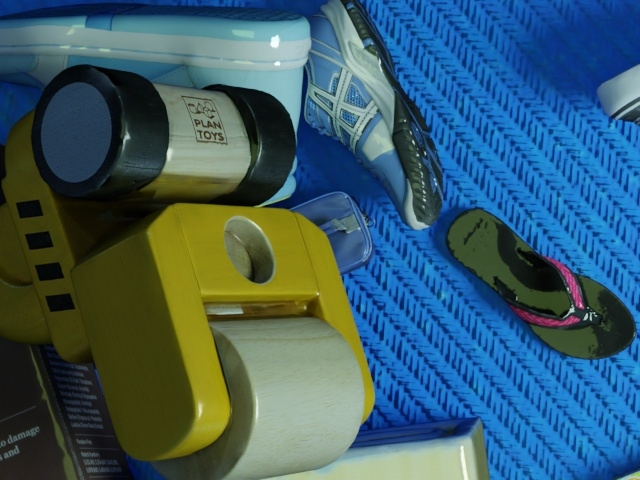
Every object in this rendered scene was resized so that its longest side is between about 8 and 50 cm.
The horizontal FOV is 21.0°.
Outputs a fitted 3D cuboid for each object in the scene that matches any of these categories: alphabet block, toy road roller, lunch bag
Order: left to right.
[{"bbox_3d":[-0.132,0.041,1.279,0.240,0.202,0.330,-30,72,33],"label":"toy road roller"},{"bbox_3d":[0.000,0.000,1.444,0.098,0.065,0.067,-23,86,8],"label":"lunch bag"},{"bbox_3d":[0.046,0.253,1.369,0.192,0.193,0.197,-7,88,10],"label":"alphabet block"}]

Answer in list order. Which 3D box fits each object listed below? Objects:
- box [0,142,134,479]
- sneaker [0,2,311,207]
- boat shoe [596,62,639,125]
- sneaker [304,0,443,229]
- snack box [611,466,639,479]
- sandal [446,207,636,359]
[{"bbox_3d":[-0.296,0.119,1.429,0.191,0.143,0.381,-22,80,8],"label":"box"},{"bbox_3d":[-0.160,-0.091,1.445,0.319,0.127,0.208,5,106,24],"label":"sneaker"},{"bbox_3d":[0.376,-0.125,1.376,0.301,0.108,0.102,-14,85,1],"label":"boat shoe"},{"bbox_3d":[0.038,-0.100,1.441,0.081,0.080,0.211,-28,75,13],"label":"sneaker"},{"bbox_3d":[0.310,0.243,1.407,0.100,0.037,0.141,-22,86,7],"label":"snack box"},{"bbox_3d":[0.179,0.039,1.429,0.179,0.040,0.067,36,94,7],"label":"sandal"}]
